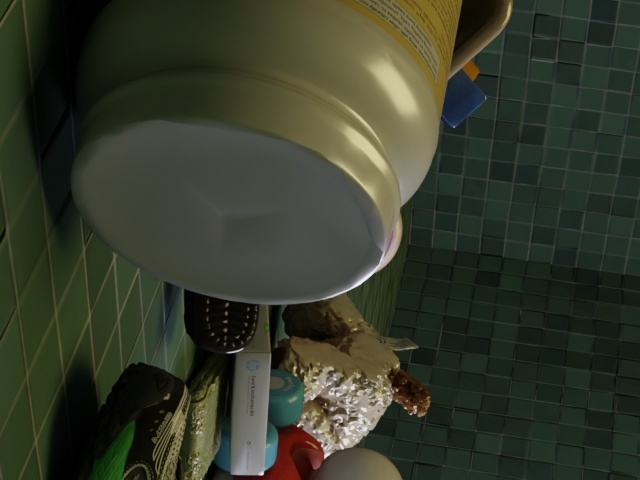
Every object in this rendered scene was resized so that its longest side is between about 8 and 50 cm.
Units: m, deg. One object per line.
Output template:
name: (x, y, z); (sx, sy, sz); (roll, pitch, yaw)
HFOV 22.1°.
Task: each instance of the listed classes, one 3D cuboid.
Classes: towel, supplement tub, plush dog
towel: (-0.116, 0.177, 1.617); (0.148, 0.027, 0.110); (-65, 162, -73)
supplement tub: (-0.027, -0.149, 1.105); (0.241, 0.241, 0.331); (87, 13, -56)
plush dog: (-0.002, 0.216, 2.056); (0.225, 0.210, 0.262); (-56, -176, 28)

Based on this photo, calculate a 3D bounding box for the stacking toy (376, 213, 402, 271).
stacking toy: (0.000, 0.000, 2.026); (0.330, 0.141, 0.141); (-26, 124, -73)

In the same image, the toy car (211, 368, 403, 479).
toy car: (0.005, 0.292, 1.822); (0.210, 0.238, 0.219); (-56, 153, -63)

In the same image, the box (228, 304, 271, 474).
box: (-0.075, 0.130, 1.697); (0.186, 0.038, 0.145); (-95, -171, -64)

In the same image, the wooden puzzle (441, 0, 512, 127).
wooden puzzle: (0.077, -0.127, 1.749); (0.348, 0.080, 0.322); (-47, -172, 5)

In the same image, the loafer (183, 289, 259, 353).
loafer: (-0.093, -0.001, 1.483); (0.078, 0.080, 0.220); (-27, -132, 58)

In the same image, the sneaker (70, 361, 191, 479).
sneaker: (-0.112, 0.233, 1.241); (0.134, 0.146, 0.344); (-73, 168, -52)
